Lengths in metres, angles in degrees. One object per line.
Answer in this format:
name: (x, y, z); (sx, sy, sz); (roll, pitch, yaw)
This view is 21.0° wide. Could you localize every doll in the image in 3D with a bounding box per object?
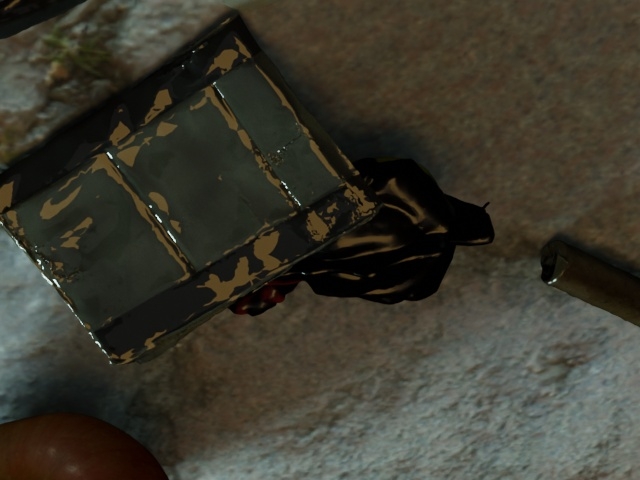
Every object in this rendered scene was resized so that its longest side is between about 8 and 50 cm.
doll: (0.000, -0.003, 1.239); (0.248, 0.088, 0.127); (-10, 159, 10)

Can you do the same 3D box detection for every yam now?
yam: (0.308, 0.068, 1.412); (0.327, 0.045, 0.045); (21, 105, -31)

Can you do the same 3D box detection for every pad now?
pad: (-0.098, -0.028, 1.181); (0.233, 0.022, 0.174); (-33, 107, 19)

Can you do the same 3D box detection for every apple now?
apple: (-0.212, 0.269, 1.358); (0.242, 0.242, 0.241); (-14, 144, 1)

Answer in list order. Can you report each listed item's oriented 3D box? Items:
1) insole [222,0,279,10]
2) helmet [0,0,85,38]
insole: (0.014, -0.205, 1.078); (0.197, 0.004, 0.065); (-33, 134, 20)
helmet: (-0.218, -0.184, 0.935); (0.253, 0.154, 0.198); (-33, -179, -30)
